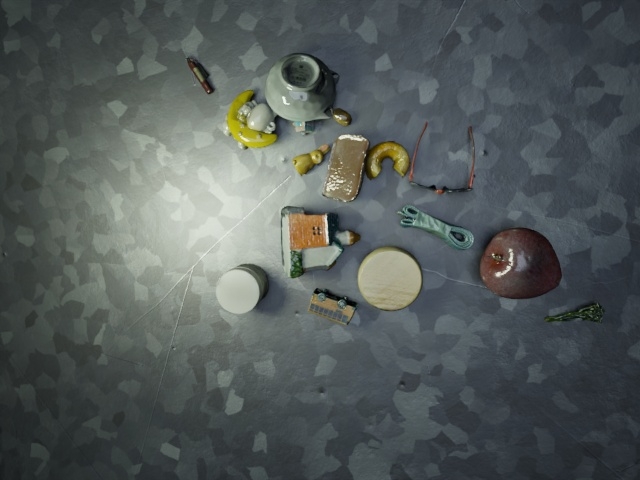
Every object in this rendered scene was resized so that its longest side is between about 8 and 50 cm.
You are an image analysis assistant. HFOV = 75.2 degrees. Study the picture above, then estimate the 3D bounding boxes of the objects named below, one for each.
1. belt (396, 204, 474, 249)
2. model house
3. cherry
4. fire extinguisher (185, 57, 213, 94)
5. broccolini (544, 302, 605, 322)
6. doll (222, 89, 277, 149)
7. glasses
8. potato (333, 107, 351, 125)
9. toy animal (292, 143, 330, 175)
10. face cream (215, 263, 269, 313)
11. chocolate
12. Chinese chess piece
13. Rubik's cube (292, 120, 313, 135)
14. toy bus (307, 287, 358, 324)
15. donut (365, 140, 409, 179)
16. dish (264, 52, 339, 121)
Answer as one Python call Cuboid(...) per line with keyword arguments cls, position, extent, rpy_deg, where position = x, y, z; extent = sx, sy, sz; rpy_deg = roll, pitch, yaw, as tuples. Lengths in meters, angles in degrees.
Cuboid(cls="belt", position=(0.433, -0.048, 1.582), extent=(0.302, 0.072, 0.088), rpy_deg=(23, 94, 5))
Cuboid(cls="model house", position=(0.000, 0.000, 1.610), extent=(0.300, 0.190, 0.272), rpy_deg=(-3, 90, -8))
Cuboid(cls="cherry", position=(0.717, 0.086, 1.489), extent=(0.307, 0.221, 0.262), rpy_deg=(18, 105, -8))
Cuboid(cls="fire extinguisher", position=(-0.482, -0.671, 1.668), extent=(0.048, 0.035, 0.173), rpy_deg=(-33, 93, 12))
Cuboid(cls="broccolini", position=(0.951, 0.287, 1.551), extent=(0.201, 0.058, 0.074), rpy_deg=(-15, 85, 7))
Cuboid(cls="doll", position=(-0.249, -0.466, 1.615), extent=(0.237, 0.111, 0.252), rpy_deg=(32, 84, 15))
Cuboid(cls="glasses", position=(0.456, -0.306, 1.538), extent=(0.233, 0.118, 0.269), rpy_deg=(7, 95, 8))
Cuboid(cls="potato", position=(0.084, -0.478, 1.608), extent=(0.083, 0.040, 0.051), rpy_deg=(36, 93, 2))
Cuboid(cls="toy animal", position=(-0.030, -0.322, 1.617), extent=(0.159, 0.083, 0.070), rpy_deg=(-28, 67, 1))
Cuboid(cls="face cream", position=(-0.307, 0.187, 1.653), extent=(0.177, 0.153, 0.178), rpy_deg=(1, 96, 7))
Cuboid(cls="chocolate", position=(0.111, -0.274, 1.597), extent=(0.160, 0.083, 0.262), rpy_deg=(21, 101, 29))
Cuboid(cls="Chinese chess piece", position=(0.268, 0.147, 1.606), extent=(0.250, 0.097, 0.251), rpy_deg=(1, 95, 6))
Cuboid(cls="Rubik's cube", position=(-0.069, -0.449, 1.616), extent=(0.073, 0.084, 0.075), rpy_deg=(1, 78, 33))
Cuboid(cls="toy bus", position=(0.049, 0.265, 1.645), extent=(0.181, 0.091, 0.103), rpy_deg=(18, 98, 7))
Cuboid(cls="donut", position=(0.255, -0.308, 1.584), extent=(0.181, 0.078, 0.146), rpy_deg=(-3, 97, 6))
Cuboid(cls="dish", position=(-0.070, -0.587, 1.535), extent=(0.302, 0.120, 0.304), rpy_deg=(1, 74, -3))
